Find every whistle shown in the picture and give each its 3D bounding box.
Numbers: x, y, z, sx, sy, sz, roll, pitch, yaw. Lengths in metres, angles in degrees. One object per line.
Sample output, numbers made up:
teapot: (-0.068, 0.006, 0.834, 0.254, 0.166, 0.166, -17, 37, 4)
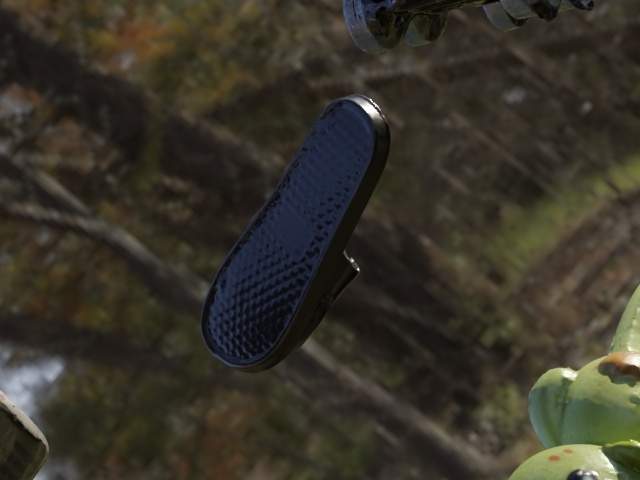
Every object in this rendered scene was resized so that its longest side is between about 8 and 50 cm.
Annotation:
whistle: (0.201, 0.132, 1.240, 0.141, 0.141, 0.294, 112, -179, -67)

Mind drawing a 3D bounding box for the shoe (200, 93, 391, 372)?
shoe: (0.000, 0.000, 0.919, 0.053, 0.062, 0.159, -3, -49, -46)

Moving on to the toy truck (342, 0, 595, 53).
toy truck: (0.118, -0.230, 1.334, 0.146, 0.175, 0.367, -10, 4, 29)

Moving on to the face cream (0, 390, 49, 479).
face cream: (-0.234, 0.108, 0.870, 0.153, 0.177, 0.177, -57, -5, -16)
